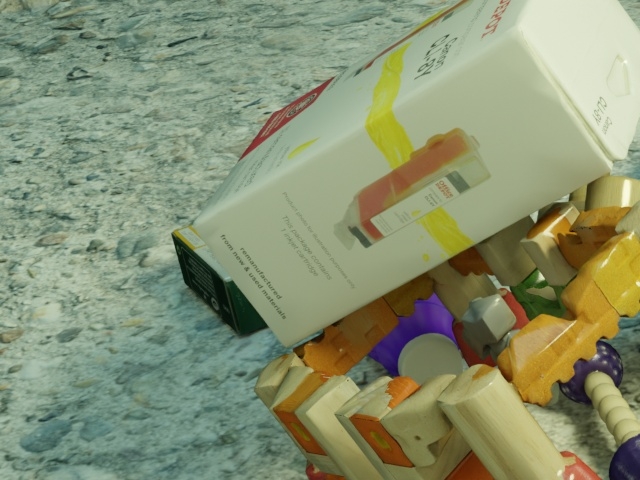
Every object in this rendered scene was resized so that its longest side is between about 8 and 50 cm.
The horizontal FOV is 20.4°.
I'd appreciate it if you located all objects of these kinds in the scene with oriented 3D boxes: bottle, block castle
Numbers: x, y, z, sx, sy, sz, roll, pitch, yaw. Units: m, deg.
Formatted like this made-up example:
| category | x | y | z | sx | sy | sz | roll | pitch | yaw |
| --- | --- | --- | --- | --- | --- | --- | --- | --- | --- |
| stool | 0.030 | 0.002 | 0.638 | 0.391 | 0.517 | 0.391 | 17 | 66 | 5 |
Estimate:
| category | x | y | z | sx | sy | sz | roll | pitch | yaw |
| --- | --- | --- | --- | --- | --- | --- | --- | --- | --- |
| bottle | 0.095 | 0.084 | 1.980 | 0.118 | 0.092 | 0.283 | -15 | 23 | -4 |
| block castle | 0.163 | 0.134 | 1.577 | 0.303 | 0.213 | 0.453 | -42 | 15 | -21 |

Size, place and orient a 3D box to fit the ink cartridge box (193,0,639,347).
| category | x | y | z | sx | sy | sz | roll | pitch | yaw |
| --- | --- | --- | --- | --- | --- | --- | --- | --- | --- |
| ink cartridge box | 0.104 | -0.099 | 1.697 | 0.384 | 0.160 | 0.279 | -29 | 15 | 29 |

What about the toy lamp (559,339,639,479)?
| category | x | y | z | sx | sy | sz | roll | pitch | yaw |
| --- | --- | --- | --- | --- | --- | --- | --- | --- | --- |
| toy lamp | 0.287 | 0.180 | 1.678 | 0.080 | 0.080 | 0.275 | -14 | 21 | -4 |

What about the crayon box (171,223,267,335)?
| category | x | y | z | sx | sy | sz | roll | pitch | yaw |
| --- | --- | --- | --- | --- | --- | --- | --- | --- | --- |
| crayon box | 0.000 | 0.000 | 2.240 | 0.322 | 0.083 | 0.203 | -21 | 24 | -16 |

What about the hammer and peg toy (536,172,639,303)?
| category | x | y | z | sx | sy | sz | roll | pitch | yaw |
| --- | --- | --- | --- | --- | --- | --- | --- | --- | --- |
| hammer and peg toy | 0.345 | -0.014 | 1.758 | 0.361 | 0.127 | 0.266 | 19 | -13 | -37 |
